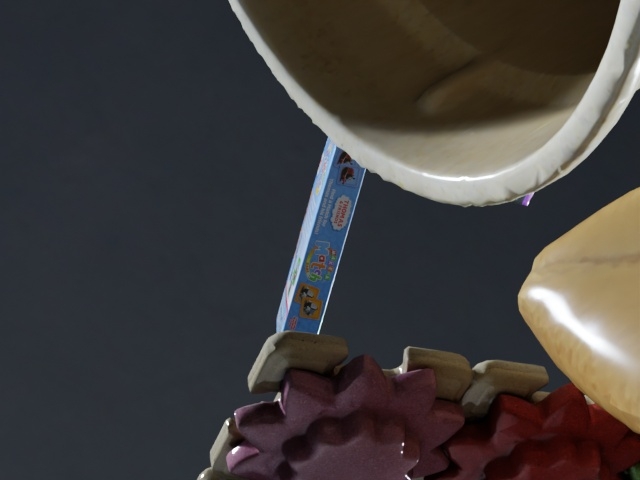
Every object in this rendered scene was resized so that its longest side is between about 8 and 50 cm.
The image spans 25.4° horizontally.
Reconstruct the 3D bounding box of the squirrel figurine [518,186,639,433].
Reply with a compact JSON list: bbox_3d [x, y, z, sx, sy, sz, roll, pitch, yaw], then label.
[{"bbox_3d":[0.294,0.120,0.394,0.370,0.397,0.281,39,31,-27],"label":"squirrel figurine"}]

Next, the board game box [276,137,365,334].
[{"bbox_3d":[0.000,0.000,1.399,0.039,0.211,0.160,15,9,-4],"label":"board game box"}]

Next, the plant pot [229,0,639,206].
[{"bbox_3d":[0.131,-0.221,0.568,0.334,0.305,0.334,46,-31,39],"label":"plant pot"}]

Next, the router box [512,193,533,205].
[{"bbox_3d":[0.120,-0.104,1.424,0.133,0.046,0.179,9,26,-43],"label":"router box"}]

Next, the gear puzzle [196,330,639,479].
[{"bbox_3d":[0.111,0.126,0.579,0.339,0.175,0.044,10,43,-20],"label":"gear puzzle"}]
